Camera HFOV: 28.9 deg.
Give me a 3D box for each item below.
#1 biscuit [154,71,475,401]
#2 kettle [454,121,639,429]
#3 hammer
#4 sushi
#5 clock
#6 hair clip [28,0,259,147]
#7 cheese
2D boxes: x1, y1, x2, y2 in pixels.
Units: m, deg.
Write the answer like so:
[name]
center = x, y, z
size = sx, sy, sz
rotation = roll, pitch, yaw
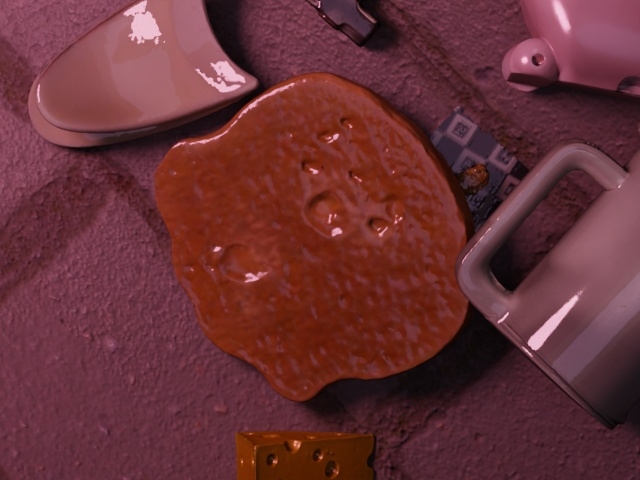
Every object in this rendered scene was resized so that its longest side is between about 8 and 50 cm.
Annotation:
[biscuit]
center = 0.000, 0.000, 1.526
size = 0.365, 0.062, 0.385
rotation = -26, 94, 12
[kettle]
center = 0.352, 0.026, 1.428
size = 0.318, 0.205, 0.265
rotation = -48, 128, 6
[hammer]
center = 0.122, -0.409, 1.513
size = 0.111, 0.043, 0.365
rotation = 40, 93, 1
[sushi]
center = 0.158, -0.051, 1.538
size = 0.139, 0.031, 0.201
rotation = 40, 95, 0
[clock]
center = 0.382, -0.318, 1.442
size = 0.342, 0.184, 0.326
rotation = 12, 91, -3
[hair clip]
center = -0.233, -0.202, 1.518
size = 0.282, 0.113, 0.173
rotation = -25, 93, 0
[cheese]
center = -0.013, 0.289, 1.555
size = 0.171, 0.126, 0.093
rotation = 1, 89, -15
